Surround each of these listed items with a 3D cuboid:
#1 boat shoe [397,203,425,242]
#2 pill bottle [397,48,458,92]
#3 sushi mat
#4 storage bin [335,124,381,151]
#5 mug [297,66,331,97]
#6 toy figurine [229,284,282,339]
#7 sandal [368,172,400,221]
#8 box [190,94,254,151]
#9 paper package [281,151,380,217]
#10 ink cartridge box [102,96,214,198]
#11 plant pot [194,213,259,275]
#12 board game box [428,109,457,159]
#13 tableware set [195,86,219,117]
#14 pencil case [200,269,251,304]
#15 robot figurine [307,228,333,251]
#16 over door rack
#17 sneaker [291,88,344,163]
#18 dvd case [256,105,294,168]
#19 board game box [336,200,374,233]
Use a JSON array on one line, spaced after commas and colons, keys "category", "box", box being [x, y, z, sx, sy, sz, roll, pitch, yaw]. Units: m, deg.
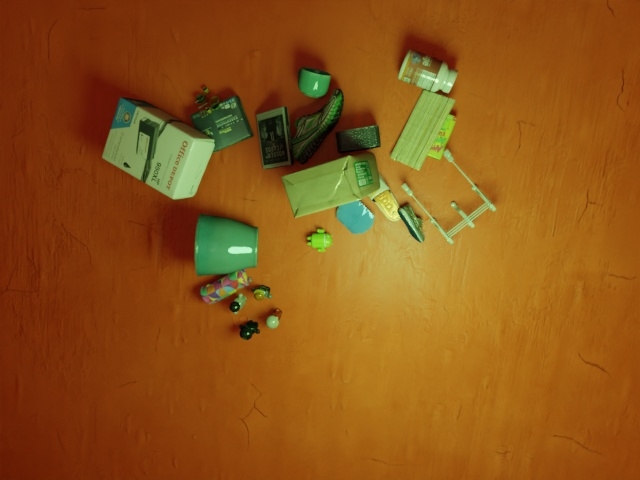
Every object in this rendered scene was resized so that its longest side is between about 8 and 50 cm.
[{"category": "boat shoe", "box": [0.406, -0.074, 1.807, 0.066, 0.066, 0.183, -37, 106, -9]}, {"category": "pill bottle", "box": [0.431, -0.673, 1.686, 0.216, 0.121, 0.121, 21, 101, 3]}, {"category": "sushi mat", "box": [0.417, -0.457, 1.731, 0.151, 0.019, 0.317, 31, 99, 33]}, {"category": "storage bin", "box": [0.159, -0.420, 1.759, 0.180, 0.122, 0.085, -8, 98, 8]}, {"category": "mug", "box": [-0.030, -0.659, 1.754, 0.129, 0.158, 0.098, 8, 119, -12]}, {"category": "toy figurine", "box": [-0.297, 0.325, 1.918, 0.212, 0.148, 0.210, -23, 95, 10]}, {"category": "sandal", "box": [0.263, -0.196, 1.803, 0.102, 0.076, 0.265, -39, 92, 11]}, {"category": "box", "box": [-0.433, -0.506, 1.854, 0.232, 0.059, 0.184, -19, 96, 11]}, {"category": "paper package", "box": [0.054, -0.228, 1.665, 0.309, 0.325, 0.168, -14, 97, 25]}, {"category": "ink cartridge box", "box": [-0.700, -0.396, 1.820, 0.394, 0.166, 0.286, 29, 107, 9]}, {"category": "plant pot", "box": [-0.400, 0.023, 1.842, 0.254, 0.271, 0.272, 2, 99, -9]}, {"category": "board game box", "box": [0.489, -0.439, 1.754, 0.092, 0.043, 0.182, 21, 101, 3]}, {"category": "tableware set", "box": [-0.492, -0.607, 1.823, 0.103, 0.024, 0.154, -26, 59, 6]}, {"category": "pencil case", "box": [-0.439, 0.208, 1.947, 0.236, 0.104, 0.105, -27, 94, 8]}, {"category": "robot figurine", "box": [0.000, 0.000, 1.871, 0.115, 0.067, 0.101, -1, 86, 7]}, {"category": "over door rack", "box": [0.533, -0.182, 1.755, 0.239, 0.108, 0.324, -40, 91, 12]}, {"category": "sneaker", "box": [-0.026, -0.495, 1.766, 0.146, 0.134, 0.344, 40, 102, 1]}, {"category": "dvd case", "box": [-0.196, -0.435, 1.804, 0.179, 0.029, 0.239, 0, 100, 42]}, {"category": "board game box", "box": [0.154, -0.110, 1.850, 0.168, 0.033, 0.133, 43, 118, -6]}]
